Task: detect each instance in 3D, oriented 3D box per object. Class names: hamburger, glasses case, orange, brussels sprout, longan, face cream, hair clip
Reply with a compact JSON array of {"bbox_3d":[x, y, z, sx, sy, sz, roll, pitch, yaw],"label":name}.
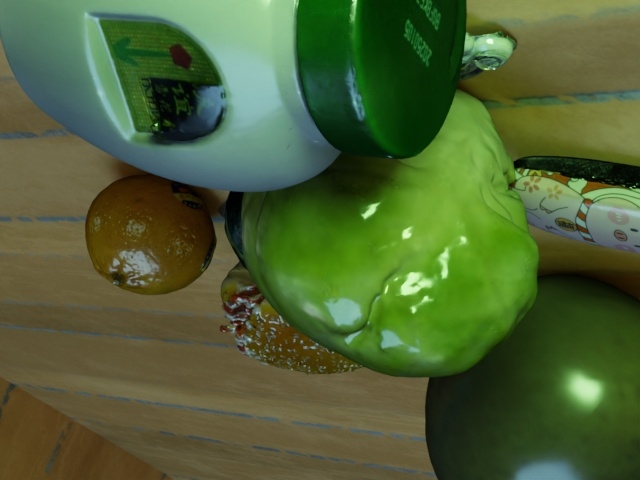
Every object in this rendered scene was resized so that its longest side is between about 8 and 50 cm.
[{"bbox_3d":[-0.023,0.104,2.043,0.227,0.151,0.295,17,159,8],"label":"hamburger"},{"bbox_3d":[0.310,-0.031,1.485,0.266,0.067,0.103,12,159,26],"label":"glasses case"},{"bbox_3d":[-0.224,-0.005,1.974,0.177,0.155,0.177,20,173,3],"label":"orange"},{"bbox_3d":[0.062,-0.018,1.422,0.273,0.317,0.243,-1,149,-5],"label":"brussels sprout"},{"bbox_3d":[0.295,0.217,1.751,0.361,0.361,0.361,19,160,7],"label":"longan"},{"bbox_3d":[-0.079,-0.184,1.240,0.357,0.219,0.312,6,128,28],"label":"face cream"},{"bbox_3d":[0.086,-0.182,1.374,0.172,0.049,0.116,16,174,-7],"label":"hair clip"}]

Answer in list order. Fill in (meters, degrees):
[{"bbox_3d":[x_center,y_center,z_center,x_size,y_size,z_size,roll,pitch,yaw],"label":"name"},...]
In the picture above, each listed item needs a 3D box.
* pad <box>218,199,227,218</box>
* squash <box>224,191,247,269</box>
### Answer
[{"bbox_3d":[0.000,0.000,1.966,0.266,0.002,0.176,26,160,-10],"label":"pad"},{"bbox_3d":[0.016,-0.018,1.674,0.252,0.165,0.252,15,162,5],"label":"squash"}]
